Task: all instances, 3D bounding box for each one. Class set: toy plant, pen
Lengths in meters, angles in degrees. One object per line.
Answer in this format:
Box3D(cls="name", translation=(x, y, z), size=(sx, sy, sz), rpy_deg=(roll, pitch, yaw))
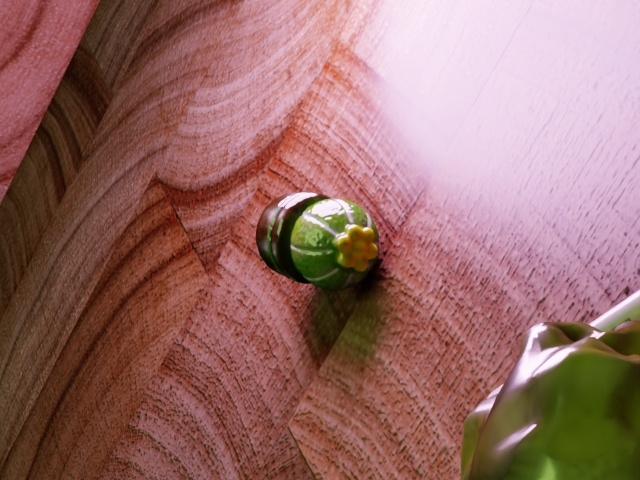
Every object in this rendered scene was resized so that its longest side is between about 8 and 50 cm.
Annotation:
Box3D(cls="toy plant", translation=(0.000, 0.000, 1.301), size=(0.162, 0.092, 0.093), rpy_deg=(15, 84, 62))
Box3D(cls="pen", translation=(0.182, 0.091, 0.984), size=(0.218, 0.026, 0.026), rpy_deg=(-42, 37, 40))

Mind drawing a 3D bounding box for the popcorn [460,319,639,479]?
Box3D(cls="popcorn", translation=(0.203, 0.166, 0.644), size=(0.312, 0.312, 0.312), rpy_deg=(-40, 39, 42))
